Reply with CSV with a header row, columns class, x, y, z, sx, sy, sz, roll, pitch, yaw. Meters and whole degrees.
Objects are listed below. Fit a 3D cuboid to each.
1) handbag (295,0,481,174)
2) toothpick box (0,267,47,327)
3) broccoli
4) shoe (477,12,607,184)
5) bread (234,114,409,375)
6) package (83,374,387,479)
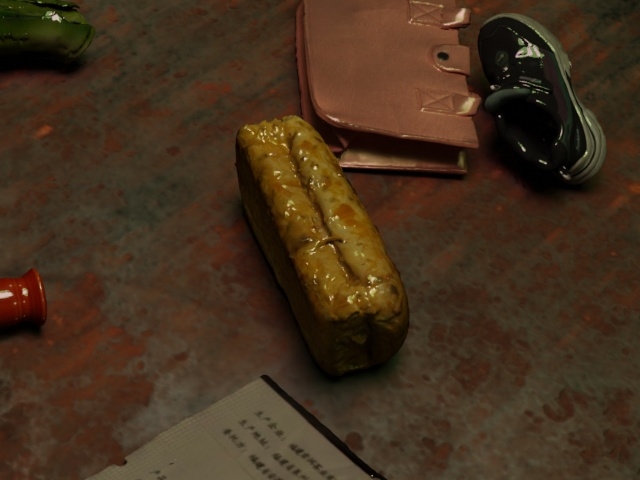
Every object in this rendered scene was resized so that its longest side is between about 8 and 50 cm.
class,x,y,z,sx,sy,sz,roll,pitch,yaw
handbag,0.060,-0.155,1.428,0.157,0.059,0.212,5,50,-10
toothpick box,-0.246,0.048,1.196,0.083,0.047,0.047,-9,54,-21
broccoli,-0.324,-0.164,1.296,0.275,0.177,0.198,18,43,-16
shoe,0.175,-0.123,1.388,0.099,0.071,0.169,-8,66,-55
bread,0.000,0.000,1.256,0.083,0.114,0.211,-22,59,-9
package,-0.039,0.213,1.104,0.204,0.062,0.251,-26,58,-31
